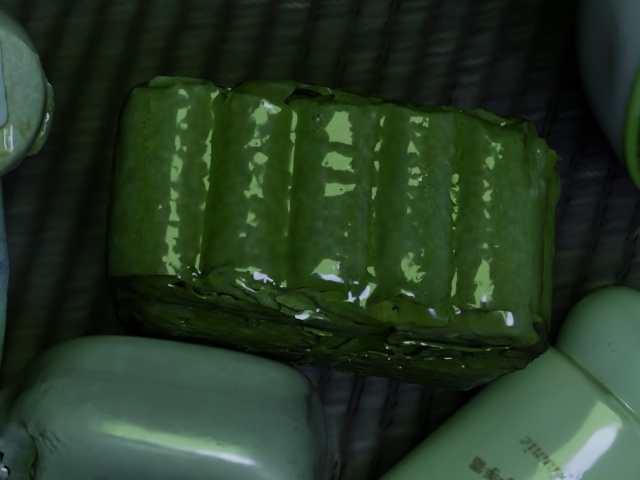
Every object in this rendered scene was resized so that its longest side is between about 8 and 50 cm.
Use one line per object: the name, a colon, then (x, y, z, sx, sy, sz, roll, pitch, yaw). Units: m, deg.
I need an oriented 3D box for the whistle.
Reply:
whistle: (-0.191, -0.031, 0.935, 0.123, 0.123, 0.223, -6, 105, -12)

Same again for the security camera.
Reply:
security camera: (-0.148, 0.093, 0.907, 0.301, 0.157, 0.080, 7, 57, -7)

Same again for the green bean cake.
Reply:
green bean cake: (0.000, 0.000, 0.906, 0.200, 0.214, 0.113, 9, 80, -6)

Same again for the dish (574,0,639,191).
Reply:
dish: (0.230, -0.176, 0.951, 0.324, 0.324, 0.124, -36, 63, -12)

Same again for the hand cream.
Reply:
hand cream: (0.072, 0.153, 0.980, 0.147, 0.093, 0.306, 44, 88, -3)
